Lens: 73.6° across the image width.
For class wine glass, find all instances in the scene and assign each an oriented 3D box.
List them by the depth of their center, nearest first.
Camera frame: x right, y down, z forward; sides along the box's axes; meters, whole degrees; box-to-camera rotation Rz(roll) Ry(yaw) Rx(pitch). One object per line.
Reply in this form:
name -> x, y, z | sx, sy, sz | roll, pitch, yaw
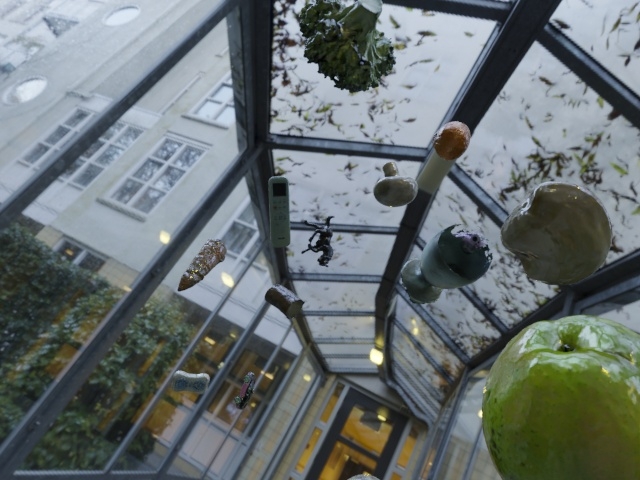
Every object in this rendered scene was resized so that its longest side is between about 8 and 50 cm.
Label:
wine glass -> 0.396, 0.086, 1.395 | 0.191, 0.190, 0.357 | 31, -27, 1

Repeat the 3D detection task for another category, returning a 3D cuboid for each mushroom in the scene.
mushroom -> 0.348, -0.250, 2.022 | 0.207, 0.209, 0.206 | -6, -46, -6

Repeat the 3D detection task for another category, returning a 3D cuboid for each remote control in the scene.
remote control -> -0.445, 0.487, 1.467 | 0.122, 0.074, 0.032 | 11, 10, -17
remote control -> -0.174, -0.120, 1.822 | 0.038, 0.090, 0.309 | -134, -138, -66

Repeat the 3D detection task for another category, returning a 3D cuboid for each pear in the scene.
pear -> 0.495, 0.327, 0.812 | 0.392, 0.390, 0.391 | 26, -26, 13

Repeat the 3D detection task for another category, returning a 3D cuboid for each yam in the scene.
yam -> -0.127, 0.206, 1.472 | 0.127, 0.084, 0.084 | 31, -22, 33

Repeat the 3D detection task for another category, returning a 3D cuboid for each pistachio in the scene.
pistachio -> 0.880, -0.024, 1.614 | 0.366, 0.281, 0.445 | -1, -56, 34

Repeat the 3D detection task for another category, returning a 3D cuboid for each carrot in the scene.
carrot -> -0.460, 0.101, 1.628 | 0.102, 0.263, 0.101 | 15, -46, 16

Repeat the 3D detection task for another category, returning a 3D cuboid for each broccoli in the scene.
broccoli -> 0.086, -0.658, 1.414 | 0.324, 0.334, 0.271 | 19, -39, 20

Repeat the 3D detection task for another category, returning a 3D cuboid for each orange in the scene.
orange -> 0.449, -0.341, 1.474 | 0.118, 0.135, 0.135 | 1, -24, -9

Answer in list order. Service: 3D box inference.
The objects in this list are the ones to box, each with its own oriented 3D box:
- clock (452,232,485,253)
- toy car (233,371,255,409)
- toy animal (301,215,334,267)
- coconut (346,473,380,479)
clock -> 0.774, 0.081, 2.310 | 0.228, 0.247, 0.090 | -1, 0, 43
toy car -> -0.285, 0.584, 1.660 | 0.055, 0.142, 0.069 | 16, -22, 14
toy animal -> 0.000, 0.000, 1.904 | 0.148, 0.232, 0.085 | 4, 5, -27
coconut -> 0.137, 0.813, 1.289 | 0.224, 0.224, 0.224 | 26, -26, 13
